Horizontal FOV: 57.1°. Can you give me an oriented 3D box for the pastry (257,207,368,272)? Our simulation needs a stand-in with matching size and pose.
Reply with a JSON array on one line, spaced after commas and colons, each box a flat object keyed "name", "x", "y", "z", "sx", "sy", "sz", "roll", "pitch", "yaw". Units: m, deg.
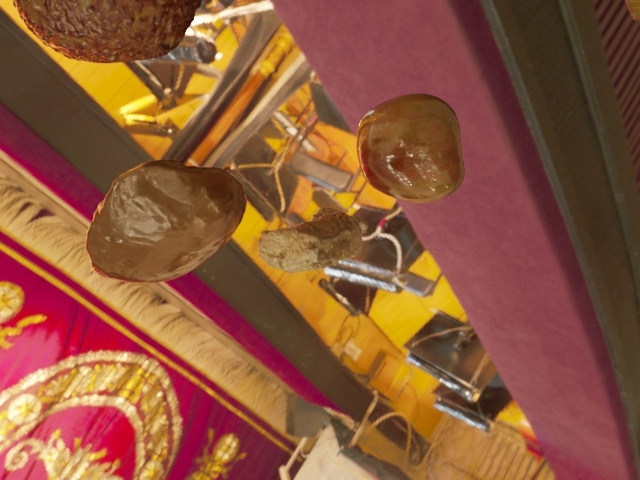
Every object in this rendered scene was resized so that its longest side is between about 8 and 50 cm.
[{"name": "pastry", "x": -0.006, "y": -0.002, "z": 1.050, "sx": 0.122, "sy": 0.089, "sz": 0.258, "roll": 21, "pitch": -163, "yaw": 20}]

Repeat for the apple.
[{"name": "apple", "x": 0.203, "y": -0.203, "z": 1.337, "sx": 0.234, "sy": 0.256, "sz": 0.256, "roll": -11, "pitch": 151, "yaw": 7}]

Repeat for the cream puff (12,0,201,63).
[{"name": "cream puff", "x": -0.152, "y": -0.198, "z": 0.409, "sx": 0.149, "sy": 0.149, "sz": 0.084, "roll": 37, "pitch": 180, "yaw": -11}]

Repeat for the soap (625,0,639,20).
[{"name": "soap", "x": 0.521, "y": -0.396, "z": 0.864, "sx": 0.140, "sy": 0.073, "sz": 0.232, "roll": -13, "pitch": 179, "yaw": 33}]

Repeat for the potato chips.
[{"name": "potato chips", "x": -0.144, "y": -0.003, "z": 0.566, "sx": 0.150, "sy": 0.049, "sz": 0.202, "roll": 2, "pitch": 152, "yaw": -36}]
